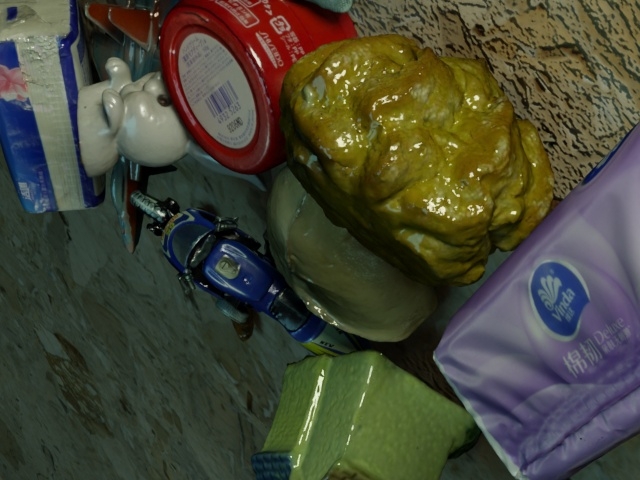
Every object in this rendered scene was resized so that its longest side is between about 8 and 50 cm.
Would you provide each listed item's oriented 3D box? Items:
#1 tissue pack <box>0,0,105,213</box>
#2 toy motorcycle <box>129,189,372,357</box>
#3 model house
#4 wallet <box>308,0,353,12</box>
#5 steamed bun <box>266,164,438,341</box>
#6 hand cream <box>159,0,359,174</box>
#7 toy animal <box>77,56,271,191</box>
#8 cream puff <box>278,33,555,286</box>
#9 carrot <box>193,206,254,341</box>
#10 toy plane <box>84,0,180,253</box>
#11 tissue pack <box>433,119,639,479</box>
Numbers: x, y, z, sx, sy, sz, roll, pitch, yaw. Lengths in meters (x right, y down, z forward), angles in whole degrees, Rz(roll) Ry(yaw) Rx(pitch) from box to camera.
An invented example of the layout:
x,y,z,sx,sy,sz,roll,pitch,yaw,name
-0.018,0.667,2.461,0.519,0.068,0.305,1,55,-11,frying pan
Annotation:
x,y,z,sx,sy,sz,roll,pitch,yaw,name
-0.353,-0.193,1.548,0.209,0.137,0.269,-110,14,-45,tissue pack
-0.082,0.039,1.378,0.315,0.113,0.169,34,-178,-7,toy motorcycle
0.033,0.247,1.337,0.195,0.189,0.214,38,151,-23,model house
-0.067,-0.375,1.057,0.237,0.075,0.342,21,132,20,wallet
0.018,0.021,1.255,0.212,0.110,0.231,45,172,2,steamed bun
-0.059,-0.170,1.228,0.193,0.125,0.193,37,143,35,hand cream
-0.149,-0.128,1.321,0.104,0.221,0.131,-85,-6,-62,toy animal
0.077,-0.068,1.051,0.244,0.196,0.244,158,90,-81,cream puff
-0.126,0.044,1.590,0.047,0.047,0.191,2,123,54,carrot
-0.208,-0.144,1.453,0.223,0.104,0.326,20,118,46,toy plane
0.247,0.009,0.843,0.160,0.242,0.338,53,148,12,tissue pack
